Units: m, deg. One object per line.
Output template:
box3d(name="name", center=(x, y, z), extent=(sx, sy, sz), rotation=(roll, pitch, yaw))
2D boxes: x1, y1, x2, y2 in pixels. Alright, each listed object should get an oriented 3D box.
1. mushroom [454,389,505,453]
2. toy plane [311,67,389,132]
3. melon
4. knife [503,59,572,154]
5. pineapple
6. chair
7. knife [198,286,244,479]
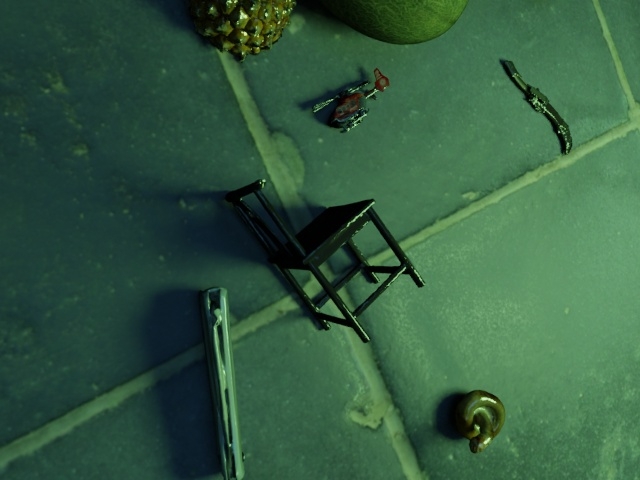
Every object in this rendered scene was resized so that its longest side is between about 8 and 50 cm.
box3d(name="mushroom", center=(0.255, 0.299, 0.850), extent=(0.129, 0.072, 0.088), rotation=(-24, 113, -55))
box3d(name="toy plane", center=(0.056, -0.222, 0.828), extent=(0.145, 0.037, 0.060), rotation=(-37, 90, -16))
box3d(name="melon", center=(0.097, -0.426, 0.749), extent=(0.301, 0.237, 0.238), rotation=(29, 76, -30))
box3d(name="knife", center=(0.425, -0.263, 0.988), extent=(0.045, 0.021, 0.222), rotation=(-45, 104, -16))
box3d(name="pineapple", center=(-0.100, -0.362, 0.719), extent=(0.161, 0.136, 0.176), rotation=(37, 75, -16))
box3d(name="chair", center=(0.000, 0.000, 0.733), extent=(0.141, 0.154, 0.260), rotation=(-41, 104, -20))
box3d(name="knife", center=(-0.134, 0.196, 0.705), extent=(0.040, 0.073, 0.266), rotation=(-6, 91, -13))
